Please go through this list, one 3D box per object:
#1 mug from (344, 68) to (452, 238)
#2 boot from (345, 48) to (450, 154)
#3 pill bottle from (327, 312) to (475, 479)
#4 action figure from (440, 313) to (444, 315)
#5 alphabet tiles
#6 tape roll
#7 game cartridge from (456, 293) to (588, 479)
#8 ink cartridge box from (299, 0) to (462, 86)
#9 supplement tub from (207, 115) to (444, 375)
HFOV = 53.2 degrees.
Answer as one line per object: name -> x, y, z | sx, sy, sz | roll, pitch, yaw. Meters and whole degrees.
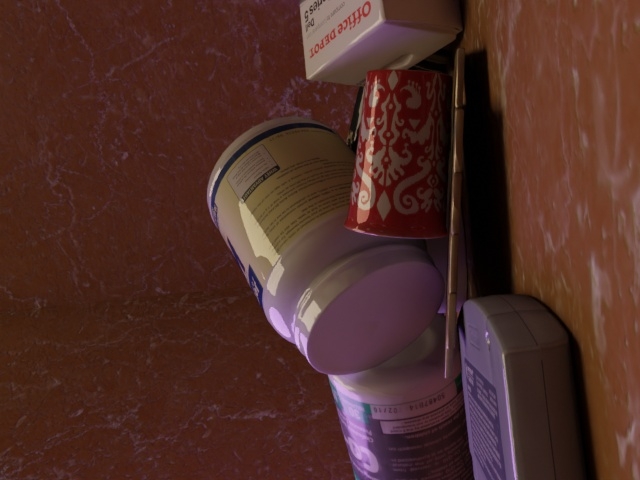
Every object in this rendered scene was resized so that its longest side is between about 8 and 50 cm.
mug -> 0.088, -0.097, 0.708 | 0.150, 0.113, 0.169 | -84, -2, -80
boot -> 0.107, -0.203, 0.949 | 0.236, 0.085, 0.178 | -132, 54, -69
pill bottle -> 0.141, 0.301, 0.979 | 0.204, 0.204, 0.360 | -84, -18, -63
action figure -> 0.215, 0.209, 1.169 | 0.185, 0.099, 0.285 | 88, 177, -48
alphabet tiles -> 0.152, -0.037, 0.725 | 0.285, 0.011, 0.342 | -50, -40, -74
tape roll -> 0.174, -0.016, 1.069 | 0.286, 0.100, 0.286 | -7, -90, -85
game cartridge -> 0.160, 0.144, 0.542 | 0.294, 0.060, 0.195 | 29, -128, -83
ink cartridge box -> 0.061, -0.356, 0.800 | 0.198, 0.115, 0.272 | -15, 79, 62
supplement tub -> 0.000, 0.000, 0.893 | 0.324, 0.236, 0.235 | 55, 165, 40
